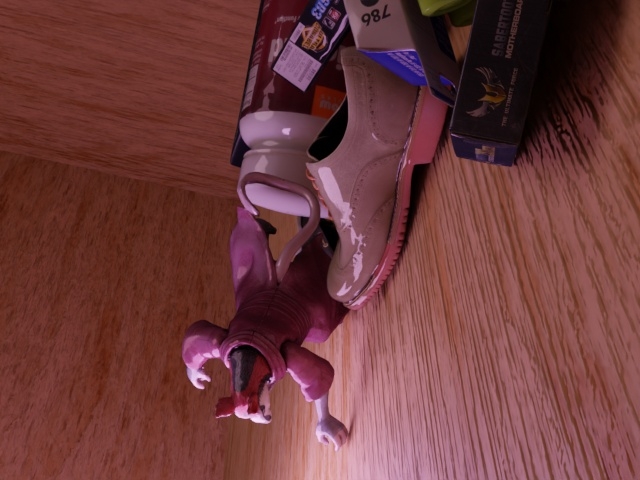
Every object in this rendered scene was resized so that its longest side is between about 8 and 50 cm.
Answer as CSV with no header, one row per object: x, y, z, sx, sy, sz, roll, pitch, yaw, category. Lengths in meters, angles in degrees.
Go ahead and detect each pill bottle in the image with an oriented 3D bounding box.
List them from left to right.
-0.012,-0.250,1.531,0.224,0.224,0.392,142,139,-76,pill bottle

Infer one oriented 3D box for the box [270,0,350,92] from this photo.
0.067,-0.387,1.267,0.296,0.073,0.293,-59,8,-32,box

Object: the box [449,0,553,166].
0.159,-0.184,0.756,0.183,0.059,0.233,0,-77,-79,box

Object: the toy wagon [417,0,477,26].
0.104,-0.345,0.913,0.344,0.068,0.267,-18,-91,-68,toy wagon

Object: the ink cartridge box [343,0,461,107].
0.067,-0.276,0.937,0.165,0.065,0.333,9,-117,-65,ink cartridge box

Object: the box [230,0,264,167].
-0.033,-0.350,1.825,0.293,0.211,0.396,136,144,-75,box

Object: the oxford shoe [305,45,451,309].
0.046,-0.078,1.173,0.140,0.146,0.397,-95,16,-54,oxford shoe

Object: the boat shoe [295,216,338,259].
0.000,0.000,1.636,0.228,0.068,0.081,-89,-26,-66,boat shoe

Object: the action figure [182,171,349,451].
-0.054,0.112,1.264,0.370,0.248,0.276,-70,-8,-62,action figure
